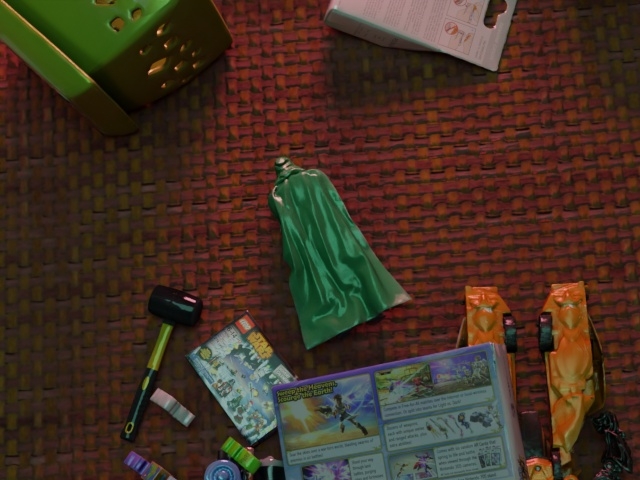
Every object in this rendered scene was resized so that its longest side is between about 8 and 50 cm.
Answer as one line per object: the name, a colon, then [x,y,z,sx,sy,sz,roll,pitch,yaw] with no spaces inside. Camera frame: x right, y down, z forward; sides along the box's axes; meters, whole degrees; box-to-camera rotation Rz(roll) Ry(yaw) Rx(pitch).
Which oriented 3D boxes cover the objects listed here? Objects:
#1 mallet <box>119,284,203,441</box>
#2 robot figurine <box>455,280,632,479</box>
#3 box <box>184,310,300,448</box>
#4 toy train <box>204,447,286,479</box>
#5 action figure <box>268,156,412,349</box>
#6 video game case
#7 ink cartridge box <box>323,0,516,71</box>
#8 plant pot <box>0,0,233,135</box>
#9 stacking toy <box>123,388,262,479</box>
mallet: [-0.189,0.149,1.777,0.062,0.039,0.190,10,78,11]
robot figurine: [0.242,0.194,1.702,0.211,0.085,0.291,-2,72,4]
box: [-0.083,0.164,1.766,0.094,0.027,0.137,-36,74,-8]
toy train: [-0.081,0.324,1.693,0.105,0.080,0.184,2,70,-4]
action figure: [0.000,0.000,1.791,0.137,0.063,0.232,-24,76,-1]
video game case: [0.093,0.257,1.647,0.269,0.061,0.244,-13,80,22]
ink cartridge box: [0.136,-0.323,1.900,0.224,0.056,0.181,20,74,-9]
plant pot: [-0.269,-0.270,1.817,0.227,0.228,0.207,41,87,14]
stacking toy: [-0.171,0.274,1.669,0.167,0.052,0.221,-52,37,-11]
